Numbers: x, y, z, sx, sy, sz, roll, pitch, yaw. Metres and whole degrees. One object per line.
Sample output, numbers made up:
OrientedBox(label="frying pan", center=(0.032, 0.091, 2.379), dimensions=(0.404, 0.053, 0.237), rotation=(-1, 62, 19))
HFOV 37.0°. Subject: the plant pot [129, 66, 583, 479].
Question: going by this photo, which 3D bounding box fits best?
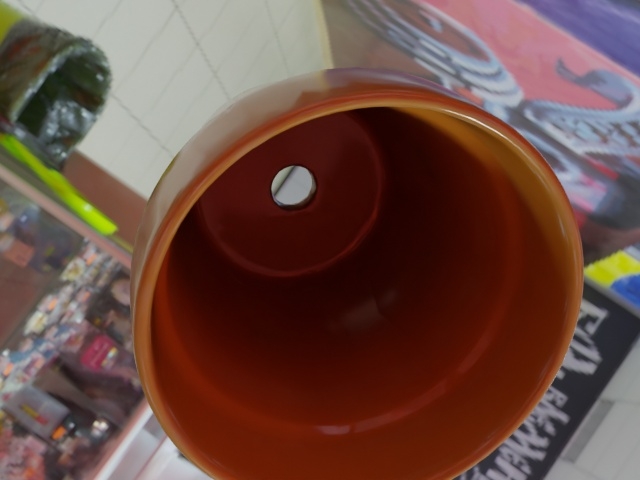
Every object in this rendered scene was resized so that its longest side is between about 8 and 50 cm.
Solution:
OrientedBox(label="plant pot", center=(0.000, 0.000, 0.499), dimensions=(0.205, 0.205, 0.188), rotation=(-58, -156, 12))
